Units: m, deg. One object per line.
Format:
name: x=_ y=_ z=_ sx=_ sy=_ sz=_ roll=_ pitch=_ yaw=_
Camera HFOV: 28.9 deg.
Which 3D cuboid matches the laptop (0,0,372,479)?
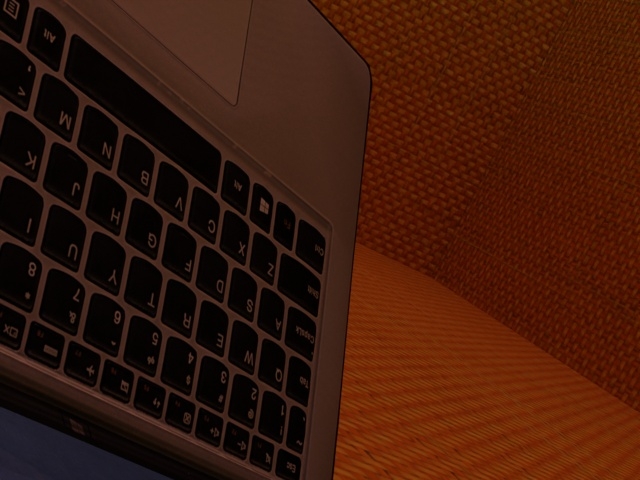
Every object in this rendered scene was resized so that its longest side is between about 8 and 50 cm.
laptop: x=0.000 y=0.000 z=0.402 sx=0.236 sy=0.408 sz=0.382 roll=-8 pitch=-28 yaw=29
